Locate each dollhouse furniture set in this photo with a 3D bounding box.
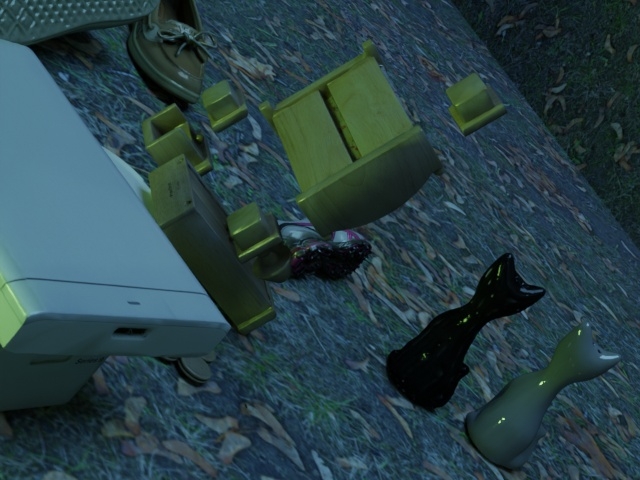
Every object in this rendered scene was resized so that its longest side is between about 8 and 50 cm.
[{"bbox_3d":[0.015,-0.081,1.395,0.174,0.355,0.303,55,9,-36],"label":"dollhouse furniture set"}]

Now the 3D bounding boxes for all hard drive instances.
[{"bbox_3d":[-0.243,-0.051,1.072,0.353,0.047,0.233,51,22,26],"label":"hard drive"}]

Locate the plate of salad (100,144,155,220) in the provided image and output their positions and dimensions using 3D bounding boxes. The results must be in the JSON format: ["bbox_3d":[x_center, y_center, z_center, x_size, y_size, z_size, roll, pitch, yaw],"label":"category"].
[{"bbox_3d":[-0.228,-0.044,1.357,0.200,0.048,0.200,38,19,-15],"label":"plate of salad"}]

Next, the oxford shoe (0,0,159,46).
[{"bbox_3d":[-0.363,-0.310,1.553,0.130,0.169,0.449,3,10,29],"label":"oxford shoe"}]

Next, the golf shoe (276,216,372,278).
[{"bbox_3d":[0.000,0.000,1.676,0.086,0.067,0.186,51,21,24],"label":"golf shoe"}]

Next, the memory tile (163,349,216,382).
[{"bbox_3d":[-0.162,0.076,1.292,0.148,0.012,0.113,38,20,-13],"label":"memory tile"}]

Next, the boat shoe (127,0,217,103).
[{"bbox_3d":[-0.209,-0.295,1.846,0.104,0.089,0.285,28,25,-37],"label":"boat shoe"}]

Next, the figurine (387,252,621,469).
[{"bbox_3d":[0.228,0.145,1.603,0.215,0.209,0.092,39,20,-12],"label":"figurine"}]

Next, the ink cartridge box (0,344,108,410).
[{"bbox_3d":[-0.279,0.030,1.047,0.212,0.093,0.154,49,21,21],"label":"ink cartridge box"}]
